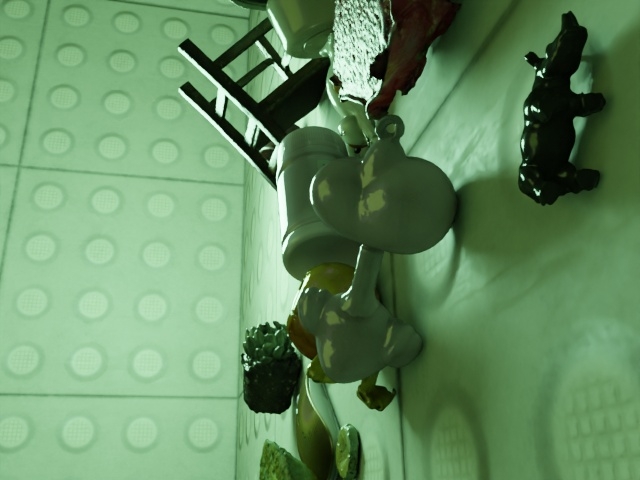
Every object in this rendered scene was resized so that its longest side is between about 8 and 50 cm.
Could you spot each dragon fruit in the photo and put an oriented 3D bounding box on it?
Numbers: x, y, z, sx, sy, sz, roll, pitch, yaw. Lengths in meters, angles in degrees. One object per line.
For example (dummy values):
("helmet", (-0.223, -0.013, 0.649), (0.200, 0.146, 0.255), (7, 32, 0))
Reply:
("dragon fruit", (0.093, -0.248, 0.719), (0.274, 0.126, 0.161), (93, 162, -46))

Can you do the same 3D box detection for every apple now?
("apple", (0.023, 0.107, 0.911), (0.146, 0.147, 0.146), (-176, 90, -78))

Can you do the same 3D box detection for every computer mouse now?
("computer mouse", (-0.012, 0.325, 1.152), (0.245, 0.056, 0.125), (-116, 32, -69))

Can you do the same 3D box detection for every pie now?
("pie", (0.041, 0.320, 0.982), (0.084, 0.020, 0.084), (-174, 90, -77))
("pie", (-0.052, 0.461, 1.088), (0.274, 0.106, 0.257), (107, 144, -48))

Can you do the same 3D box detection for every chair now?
("chair", (-0.059, -0.267, 1.313), (0.240, 0.416, 0.203), (-43, -4, -22))

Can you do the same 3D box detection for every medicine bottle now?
("medicine bottle", (-0.004, -0.061, 1.047), (0.133, 0.133, 0.249), (106, 161, -45))

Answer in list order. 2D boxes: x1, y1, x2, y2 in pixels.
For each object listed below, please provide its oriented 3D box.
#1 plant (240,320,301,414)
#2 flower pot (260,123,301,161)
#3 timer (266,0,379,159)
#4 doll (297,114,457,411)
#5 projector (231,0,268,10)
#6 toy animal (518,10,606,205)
("plant", (-0.112, 0.284, 1.459), (0.132, 0.129, 0.194), (-134, 46, -71))
("flower pot", (-0.085, -0.240, 1.596), (0.111, 0.111, 0.089), (140, 148, -74))
("timer", (0.035, -0.253, 0.979), (0.175, 0.175, 0.265), (150, 105, -76))
("doll", (0.052, 0.037, 0.731), (0.094, 0.160, 0.365), (-35, -40, -55))
("projector", (-0.053, -0.582, 1.164), (0.248, 0.248, 0.249), (109, 160, -50))
("toy animal", (0.168, -0.094, 0.463), (0.065, 0.047, 0.135), (-112, 22, -81))
